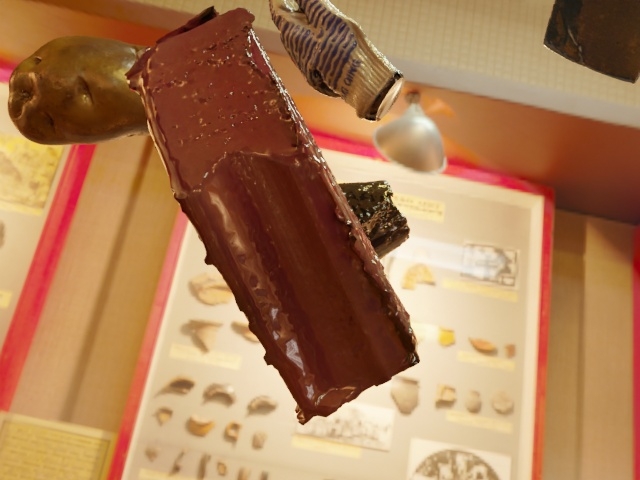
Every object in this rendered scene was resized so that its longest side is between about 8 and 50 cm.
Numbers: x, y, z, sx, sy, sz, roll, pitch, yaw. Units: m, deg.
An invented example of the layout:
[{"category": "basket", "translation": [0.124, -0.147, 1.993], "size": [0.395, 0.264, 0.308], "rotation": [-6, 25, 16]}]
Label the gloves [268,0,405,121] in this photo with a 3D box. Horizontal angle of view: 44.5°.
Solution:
[{"category": "gloves", "translation": [0.009, -0.240, 0.944], "size": [0.097, 0.229, 0.119], "rotation": [-27, -21, -20]}]

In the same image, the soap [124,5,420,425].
[{"category": "soap", "translation": [-0.036, -0.031, 0.586], "size": [0.112, 0.289, 0.182], "rotation": [-27, 6, 0]}]

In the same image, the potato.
[{"category": "potato", "translation": [-0.293, -0.235, 1.219], "size": [0.368, 0.177, 0.195], "rotation": [-5, -5, -24]}]

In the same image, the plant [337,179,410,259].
[{"category": "plant", "translation": [0.000, 0.000, 1.153], "size": [0.255, 0.165, 0.142], "rotation": [-19, -15, -7]}]

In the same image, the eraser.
[{"category": "eraser", "translation": [0.375, -0.339, 0.965], "size": [0.144, 0.043, 0.312], "rotation": [30, -30, 20]}]
